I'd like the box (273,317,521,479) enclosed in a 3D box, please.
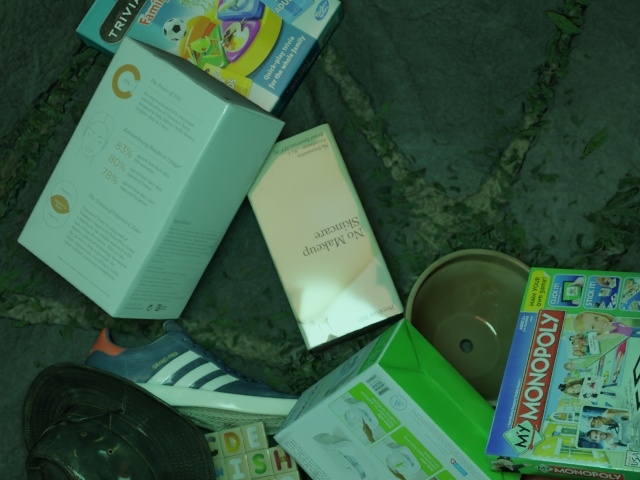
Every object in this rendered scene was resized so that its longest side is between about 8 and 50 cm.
[{"bbox_3d":[0.111,0.283,1.724,0.262,0.127,0.231,45,126,-5],"label":"box"}]

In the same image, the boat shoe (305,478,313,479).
[{"bbox_3d":[0.073,0.472,1.809,0.104,0.111,0.307,-25,90,-4],"label":"boat shoe"}]

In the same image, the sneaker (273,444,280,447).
[{"bbox_3d":[-0.047,0.315,1.870,0.083,0.037,0.032,-31,78,-3],"label":"sneaker"}]

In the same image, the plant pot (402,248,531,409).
[{"bbox_3d":[0.228,0.140,1.828,0.237,0.110,0.237,3,68,-8],"label":"plant pot"}]

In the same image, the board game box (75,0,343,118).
[{"bbox_3d":[-0.173,-0.341,1.965,0.336,0.079,0.253,31,84,8],"label":"board game box"}]

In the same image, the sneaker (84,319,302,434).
[{"bbox_3d":[-0.180,0.198,1.860,0.350,0.131,0.148,8,62,-3],"label":"sneaker"}]

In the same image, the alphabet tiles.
[{"bbox_3d":[-0.128,0.376,1.825,0.237,0.009,0.198,-17,82,28],"label":"alphabet tiles"}]

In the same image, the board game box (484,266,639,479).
[{"bbox_3d":[0.358,0.174,1.666,0.214,0.046,0.317,3,50,22],"label":"board game box"}]

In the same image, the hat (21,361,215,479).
[{"bbox_3d":[-0.316,0.335,1.764,0.331,0.134,0.331,11,119,21],"label":"hat"}]

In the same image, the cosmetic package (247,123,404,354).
[{"bbox_3d":[0.000,0.000,1.881,0.160,0.113,0.309,-23,79,0],"label":"cosmetic package"}]

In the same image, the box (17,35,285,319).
[{"bbox_3d":[-0.247,-0.085,1.818,0.215,0.168,0.345,35,101,25],"label":"box"}]

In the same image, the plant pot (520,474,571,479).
[{"bbox_3d":[0.388,0.374,1.721,0.265,0.272,0.272,-33,80,2],"label":"plant pot"}]
